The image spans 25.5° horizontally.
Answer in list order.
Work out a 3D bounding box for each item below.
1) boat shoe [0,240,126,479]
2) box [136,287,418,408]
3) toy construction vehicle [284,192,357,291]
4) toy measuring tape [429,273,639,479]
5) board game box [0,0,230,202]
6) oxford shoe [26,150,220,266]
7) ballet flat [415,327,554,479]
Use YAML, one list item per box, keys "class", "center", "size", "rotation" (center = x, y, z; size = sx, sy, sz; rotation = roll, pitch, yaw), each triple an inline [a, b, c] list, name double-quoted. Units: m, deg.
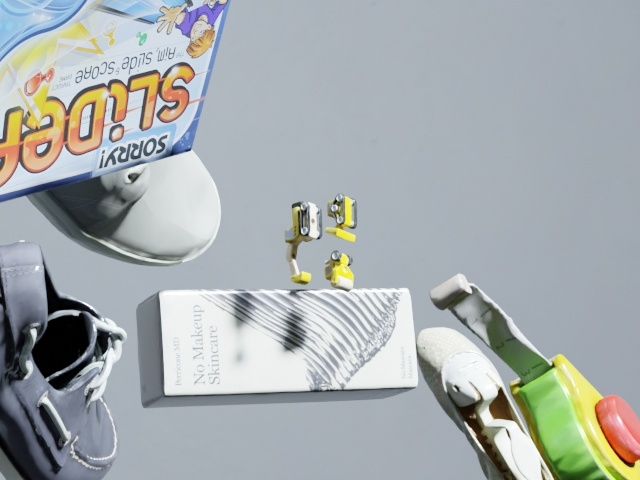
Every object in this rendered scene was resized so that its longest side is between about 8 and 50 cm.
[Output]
- class: "boat shoe"
  center: [-0.113, 0.058, 0.601]
  size: [0.065, 0.206, 0.075]
  rotation: [-18, 63, 3]
- class: "box"
  center: [-0.044, 0.109, 1.450]
  size: [0.275, 0.094, 0.113]
  rotation: [-1, 78, -23]
- class: "toy construction vehicle"
  center: [0.000, 0.000, 1.380]
  size: [0.086, 0.035, 0.098]
  rotation: [16, 67, -51]
- class: "toy measuring tape"
  center: [0.221, 0.167, 1.363]
  size: [0.330, 0.121, 0.121]
  rotation: [44, 72, -27]
- class: "board game box"
  center: [-0.112, -0.084, 0.565]
  size: [0.201, 0.035, 0.136]
  rotation: [-22, 137, -52]
- class: "oxford shoe"
  center: [-0.197, -0.109, 1.227]
  size: [0.449, 0.130, 0.169]
  rotation: [48, 40, -49]
- class: "ballet flat"
  center: [0.132, 0.133, 1.079]
  size: [0.057, 0.052, 0.168]
  rotation: [-27, 79, -22]
